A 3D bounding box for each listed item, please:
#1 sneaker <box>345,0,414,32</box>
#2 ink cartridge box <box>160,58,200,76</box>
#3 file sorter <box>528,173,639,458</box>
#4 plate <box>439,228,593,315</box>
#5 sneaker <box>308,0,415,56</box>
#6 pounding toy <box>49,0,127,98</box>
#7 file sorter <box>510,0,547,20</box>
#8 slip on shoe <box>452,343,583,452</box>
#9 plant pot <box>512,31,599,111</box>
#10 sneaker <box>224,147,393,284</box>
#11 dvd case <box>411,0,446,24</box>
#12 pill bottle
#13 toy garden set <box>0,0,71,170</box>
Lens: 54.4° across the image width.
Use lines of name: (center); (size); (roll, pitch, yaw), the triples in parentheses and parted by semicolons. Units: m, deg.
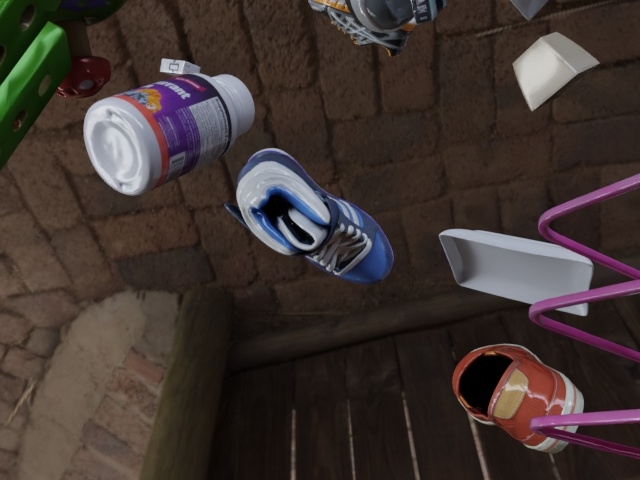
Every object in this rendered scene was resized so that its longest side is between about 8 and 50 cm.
sneaker: (0.157, -0.267, 0.457); (0.123, 0.178, 0.296); (30, 97, -46)
ink cartridge box: (-0.284, -0.353, 1.286); (0.083, 0.048, 0.028); (15, 96, 30)
file sorter: (0.238, 0.118, 0.356); (0.202, 0.291, 0.182); (20, 156, -22)
plate: (0.391, 0.055, 1.232); (0.277, 0.045, 0.277); (13, 161, 26)
sneaker: (0.072, -0.414, 1.179); (0.214, 0.084, 0.083); (26, 134, 15)
pounding toy: (-0.178, -0.161, 0.417); (0.236, 0.182, 0.110); (-5, 99, 42)
file sorter: (0.416, -0.637, 1.316); (0.193, 0.173, 0.277); (-48, 153, 22)
slip on shoe: (0.229, 0.188, 0.825); (0.101, 0.331, 0.123); (26, 87, 0)
plant pot: (0.422, -0.318, 1.144); (0.096, 0.109, 0.109); (55, 139, 7)
sneaker: (0.000, -0.001, 0.963); (0.322, 0.236, 0.130); (42, 104, -18)
dvd case: (0.060, -0.201, 0.386); (0.013, 0.087, 0.120); (-7, 113, 20)
pill bottle: (-0.166, -0.134, 0.729); (0.108, 0.193, 0.108); (17, 123, 28)
toy garden set: (-0.181, -0.063, 0.239); (0.049, 0.204, 0.244); (27, 159, -8)
